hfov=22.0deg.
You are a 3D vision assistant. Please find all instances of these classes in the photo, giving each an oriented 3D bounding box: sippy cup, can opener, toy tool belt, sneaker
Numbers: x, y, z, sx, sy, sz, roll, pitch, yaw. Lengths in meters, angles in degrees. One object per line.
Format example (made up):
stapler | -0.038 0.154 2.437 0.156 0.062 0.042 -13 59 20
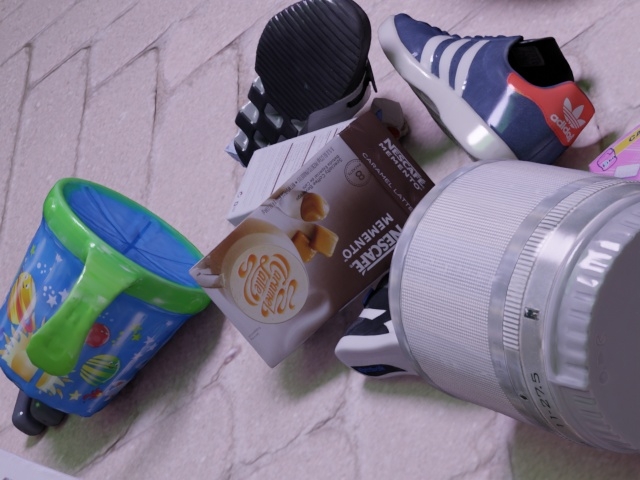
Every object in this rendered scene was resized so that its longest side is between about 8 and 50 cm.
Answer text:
sippy cup | -0.277 0.080 1.979 0.240 0.305 0.224 43 104 31
can opener | -0.360 0.115 2.149 0.076 0.095 0.283 -27 37 33
toy tool belt | 0.075 -0.125 1.911 0.083 0.052 0.051 -92 20 -52
sneaker | 0.109 0.071 1.618 0.217 0.079 0.121 -2 54 51
sneaker | 0.004 -0.199 1.901 0.146 0.122 0.330 -34 -9 -29
sneaker | 0.181 -0.176 1.763 0.148 0.131 0.350 -39 38 4

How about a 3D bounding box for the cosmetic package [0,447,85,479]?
cosmetic package | -0.279 0.430 1.487 0.329 0.327 0.394 7 61 54

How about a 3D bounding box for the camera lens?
camera lens | 0.206 0.050 1.381 0.274 0.219 0.219 15 69 56

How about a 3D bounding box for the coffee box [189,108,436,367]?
coffee box | 0.000 0.000 1.721 0.246 0.141 0.098 -41 0 30

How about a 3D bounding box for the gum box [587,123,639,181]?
gum box | 0.340 -0.075 1.496 0.188 0.062 0.107 -39 33 17

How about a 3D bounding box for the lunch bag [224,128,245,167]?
lunch bag | -0.071 -0.124 2.082 0.083 0.053 0.071 24 77 48

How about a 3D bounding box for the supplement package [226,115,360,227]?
supplement package | 0.001 -0.052 1.861 0.179 0.105 0.105 -14 44 43
